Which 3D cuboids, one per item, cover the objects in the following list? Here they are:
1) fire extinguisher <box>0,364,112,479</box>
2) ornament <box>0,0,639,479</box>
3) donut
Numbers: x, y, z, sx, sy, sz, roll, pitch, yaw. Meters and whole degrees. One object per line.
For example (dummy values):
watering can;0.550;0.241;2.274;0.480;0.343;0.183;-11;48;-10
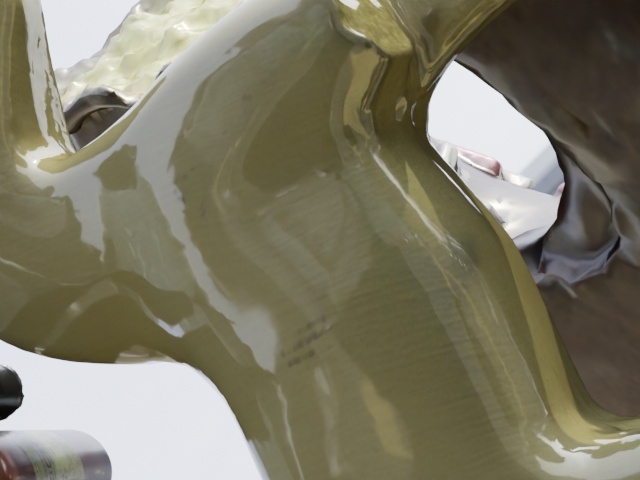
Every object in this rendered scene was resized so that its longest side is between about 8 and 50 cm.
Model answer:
fire extinguisher;-0.087;0.057;0.419;0.035;0.049;0.173;4;-6;3
ornament;0.000;0.000;0.383;0.245;0.230;0.061;-34;-11;23
donut;0.078;-0.018;0.529;0.259;0.345;0.136;50;-128;-16
